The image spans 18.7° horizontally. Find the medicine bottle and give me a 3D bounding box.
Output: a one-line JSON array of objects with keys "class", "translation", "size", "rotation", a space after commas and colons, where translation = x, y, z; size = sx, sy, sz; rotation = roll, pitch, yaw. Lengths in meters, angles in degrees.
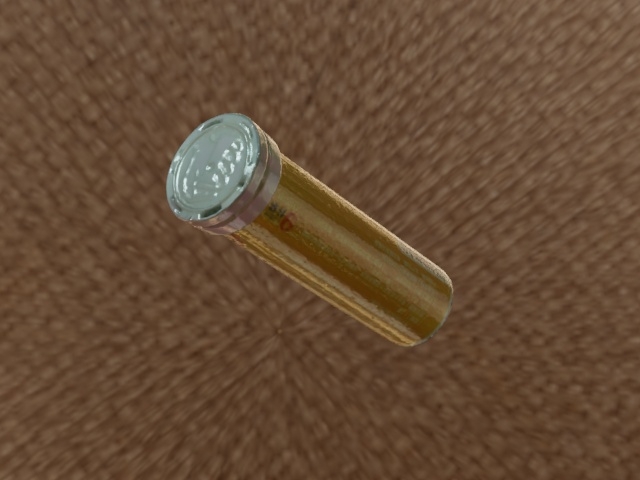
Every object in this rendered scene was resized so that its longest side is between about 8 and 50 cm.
[{"class": "medicine bottle", "translation": [0.000, 0.000, 1.237], "size": [0.218, 0.074, 0.074], "rotation": [34, 86, -43]}]
